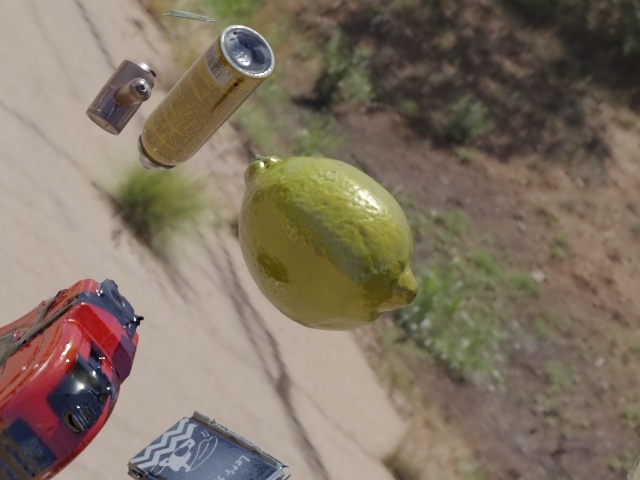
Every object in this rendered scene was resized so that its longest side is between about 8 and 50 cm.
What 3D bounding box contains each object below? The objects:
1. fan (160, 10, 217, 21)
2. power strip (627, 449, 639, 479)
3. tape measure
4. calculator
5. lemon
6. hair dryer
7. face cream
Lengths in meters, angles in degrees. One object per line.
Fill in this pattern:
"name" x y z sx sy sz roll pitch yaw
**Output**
"fan" -0.152 -0.262 1.595 0.060 0.003 0.080 12 14 3
"power strip" 0.364 0.119 1.143 0.105 0.256 0.070 28 -3 1
"tape measure" -0.329 0.173 1.490 0.114 0.253 0.260 55 17 -22
"calculator" -0.187 0.375 2.225 0.274 0.166 0.028 22 -39 44
"lemon" 0.000 0.000 1.521 0.248 0.184 0.184 40 6 16
"hair dryer" -0.282 -0.222 2.034 0.064 0.117 0.182 38 -13 -19
"face cream" -0.207 -0.219 2.255 0.105 0.349 0.105 19 53 -27
